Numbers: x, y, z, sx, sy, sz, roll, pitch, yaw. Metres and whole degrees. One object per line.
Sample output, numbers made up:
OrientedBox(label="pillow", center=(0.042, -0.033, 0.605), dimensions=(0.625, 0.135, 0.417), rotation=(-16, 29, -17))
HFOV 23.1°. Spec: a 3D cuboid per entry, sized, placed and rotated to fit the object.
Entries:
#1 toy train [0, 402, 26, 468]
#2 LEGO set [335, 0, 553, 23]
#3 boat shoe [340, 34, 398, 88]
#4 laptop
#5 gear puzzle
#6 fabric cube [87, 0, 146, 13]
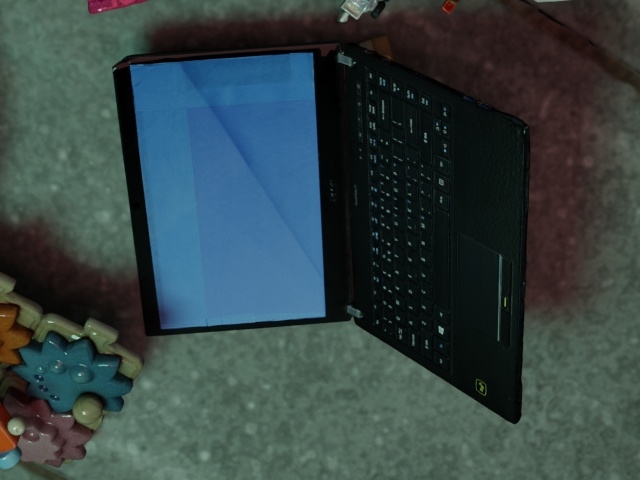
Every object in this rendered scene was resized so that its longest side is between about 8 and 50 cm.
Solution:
OrientedBox(label="toy train", center=(-0.279, 0.095, 1.068), dimensions=(0.125, 0.046, 0.166), rotation=(-20, 124, 24))
OrientedBox(label="LEGO set", center=(0.088, -0.245, 1.055), dimensions=(0.244, 0.060, 0.182), rotation=(-6, 99, -3))
OrientedBox(label="boat shoe", center=(0.063, -0.083, 1.099), dimensions=(0.045, 0.050, 0.135), rotation=(-30, 110, 13))
OrientedBox(label="laptop", center=(0.000, 0.000, 1.057), dimensions=(0.136, 0.264, 0.234), rotation=(-27, 130, -32))
OrientedBox(label="gear puzzle", center=(-0.301, 0.062, 1.096), dimensions=(0.339, 0.044, 0.175), rotation=(27, 136, -13))
OrientedBox(label="fabric cube", center=(-0.027, -0.288, 0.886), dimensions=(0.254, 0.259, 0.258), rotation=(-12, 102, 2))
